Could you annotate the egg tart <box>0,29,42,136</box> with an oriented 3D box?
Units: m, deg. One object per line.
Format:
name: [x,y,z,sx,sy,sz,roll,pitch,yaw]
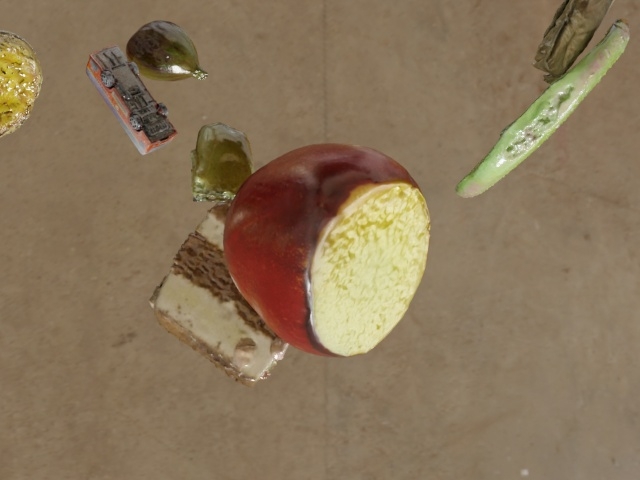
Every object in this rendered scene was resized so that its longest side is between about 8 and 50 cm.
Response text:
egg tart: [-0.616,-0.280,1.700,0.094,0.234,0.234,36,44,25]

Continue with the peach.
peach: [0.000,0.000,1.142,0.274,0.245,0.248,82,24,-53]

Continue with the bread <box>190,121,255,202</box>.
bread: [-0.141,-0.117,1.379,0.103,0.156,0.110,0,102,-14]

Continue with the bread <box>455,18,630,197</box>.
bread: [0.283,-0.160,1.189,0.045,0.301,0.301,45,51,3]

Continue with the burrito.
burrito: [0.334,-0.287,1.223,0.058,0.045,0.188,35,79,-9]

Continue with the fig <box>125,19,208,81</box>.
fig: [-0.267,-0.324,1.667,0.155,0.109,0.103,38,16,12]

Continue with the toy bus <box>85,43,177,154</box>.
toy bus: [-0.317,-0.233,1.567,0.065,0.077,0.192,-31,84,-31]

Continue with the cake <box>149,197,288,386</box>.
cake: [-0.146,0.086,1.718,0.282,0.255,0.290,35,78,2]
